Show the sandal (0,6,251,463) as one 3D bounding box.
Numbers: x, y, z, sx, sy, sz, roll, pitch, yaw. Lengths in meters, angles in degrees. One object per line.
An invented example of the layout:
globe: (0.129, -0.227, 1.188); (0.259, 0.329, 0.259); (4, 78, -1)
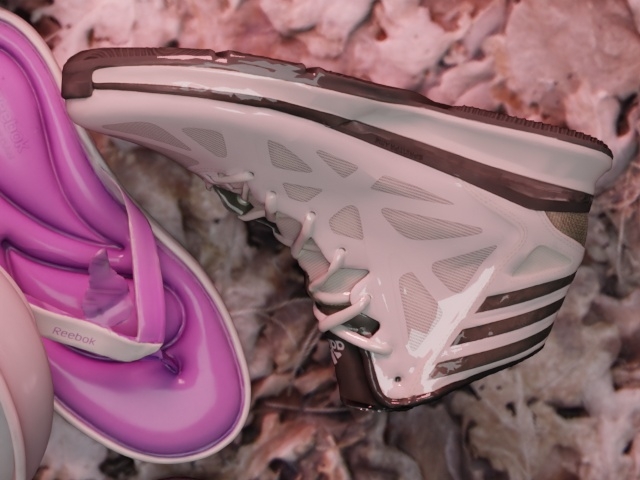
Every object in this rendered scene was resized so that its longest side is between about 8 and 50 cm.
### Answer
sandal: (-0.201, 0.011, 1.328); (0.169, 0.102, 0.416); (-34, 101, -4)

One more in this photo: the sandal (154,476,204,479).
sandal: (-0.178, 0.268, 1.397); (0.254, 0.054, 0.097); (-27, 94, 4)

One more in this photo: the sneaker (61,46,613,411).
sneaker: (0.001, 0.000, 1.330); (0.447, 0.169, 0.258); (12, 93, -14)

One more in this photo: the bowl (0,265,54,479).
bowl: (-0.306, 0.088, 1.273); (0.298, 0.134, 0.298); (15, 124, 24)
